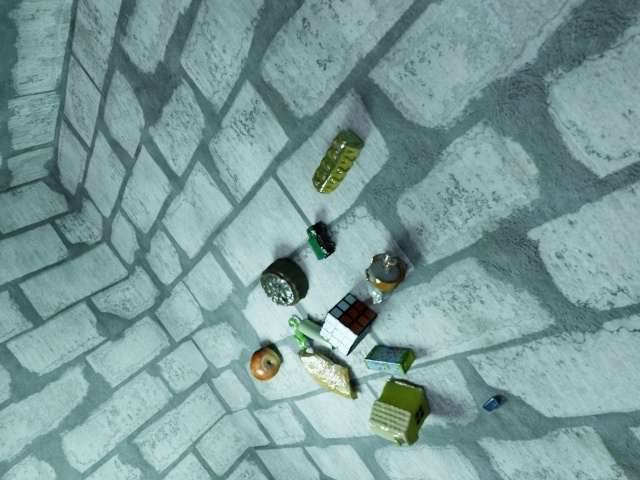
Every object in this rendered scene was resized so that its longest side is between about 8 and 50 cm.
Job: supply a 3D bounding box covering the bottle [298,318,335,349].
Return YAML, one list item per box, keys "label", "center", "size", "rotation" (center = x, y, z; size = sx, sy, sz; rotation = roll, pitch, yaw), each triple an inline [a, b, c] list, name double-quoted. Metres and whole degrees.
- label: "bottle"
  center: [-0.007, 0.442, 1.992]
  size: [0.201, 0.072, 0.072]
  rotation: [23, 129, 31]

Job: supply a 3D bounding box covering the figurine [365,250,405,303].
- label: "figurine"
  center: [0.222, 0.145, 1.550]
  size: [0.143, 0.143, 0.271]
  rotation: [44, 135, 11]

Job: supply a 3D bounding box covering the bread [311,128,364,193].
- label: "bread"
  center: [0.051, -0.265, 1.475]
  size: [0.269, 0.098, 0.087]
  rotation: [126, 146, -46]

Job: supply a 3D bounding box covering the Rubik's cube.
- label: "Rubik's cube"
  center: [0.113, 0.351, 1.758]
  size: [0.160, 0.163, 0.162]
  rotation: [37, 137, 18]

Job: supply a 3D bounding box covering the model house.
- label: "model house"
  center: [0.321, 0.728, 1.760]
  size: [0.193, 0.234, 0.175]
  rotation: [4, 118, 38]

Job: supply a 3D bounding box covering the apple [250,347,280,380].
- label: "apple"
  center: [-0.314, 0.696, 2.365]
  size: [0.199, 0.199, 0.199]
  rotation: [22, 129, 30]

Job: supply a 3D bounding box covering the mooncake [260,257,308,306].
- label: "mooncake"
  center: [-0.172, 0.203, 1.949]
  size: [0.228, 0.124, 0.229]
  rotation: [21, 129, 29]

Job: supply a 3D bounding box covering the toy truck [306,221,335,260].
- label: "toy truck"
  center: [0.000, 0.000, 1.706]
  size: [0.079, 0.065, 0.147]
  rotation: [-12, 109, 49]

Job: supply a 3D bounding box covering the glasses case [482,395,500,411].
- label: "glasses case"
  center: [0.634, 0.603, 1.553]
  size: [0.033, 0.023, 0.083]
  rotation: [33, 136, 15]

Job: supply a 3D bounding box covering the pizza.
- label: "pizza"
  center: [0.040, 0.647, 2.064]
  size: [0.365, 0.074, 0.182]
  rotation: [30, 118, 15]

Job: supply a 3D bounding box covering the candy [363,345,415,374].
- label: "candy"
  center: [0.285, 0.494, 1.744]
  size: [0.194, 0.097, 0.062]
  rotation: [-7, 114, 45]

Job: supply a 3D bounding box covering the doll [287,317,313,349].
- label: "doll"
  center: [-0.105, 0.470, 2.115]
  size: [0.115, 0.050, 0.191]
  rotation: [-11, 106, 38]
